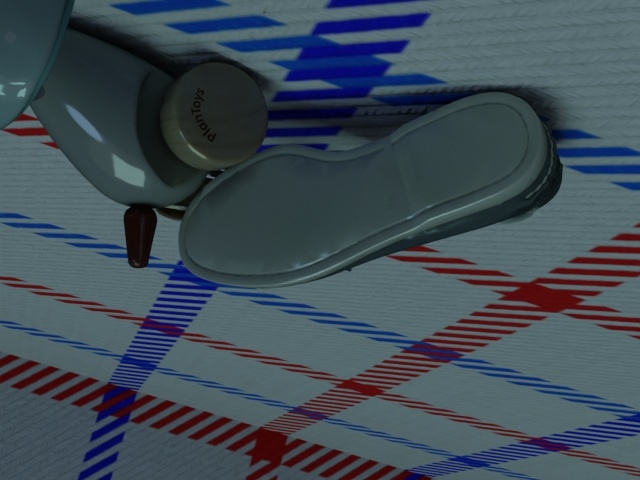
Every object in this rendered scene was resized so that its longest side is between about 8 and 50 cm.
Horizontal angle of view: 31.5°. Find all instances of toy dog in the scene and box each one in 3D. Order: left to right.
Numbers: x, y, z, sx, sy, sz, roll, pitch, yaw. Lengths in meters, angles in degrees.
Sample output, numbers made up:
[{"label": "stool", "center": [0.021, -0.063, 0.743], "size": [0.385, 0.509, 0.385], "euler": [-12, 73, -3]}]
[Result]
[{"label": "toy dog", "center": [-0.214, -0.090, 0.874], "size": [0.334, 0.161, 0.220], "euler": [17, 160, -7]}]

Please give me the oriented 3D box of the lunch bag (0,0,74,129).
[{"label": "lunch bag", "center": [-0.216, -0.144, 0.626], "size": [0.108, 0.224, 0.279], "euler": [22, 159, -28]}]

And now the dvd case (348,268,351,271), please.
[{"label": "dvd case", "center": [0.000, 0.000, 1.194], "size": [0.087, 0.013, 0.119], "euler": [15, 162, -2]}]

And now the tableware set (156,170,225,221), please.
[{"label": "tableware set", "center": [-0.062, -0.022, 1.029], "size": [0.194, 0.039, 0.128], "euler": [10, -160, 11]}]

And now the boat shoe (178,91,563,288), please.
[{"label": "boat shoe", "center": [0.036, -0.024, 0.892], "size": [0.319, 0.116, 0.099], "euler": [-17, 157, 26]}]
